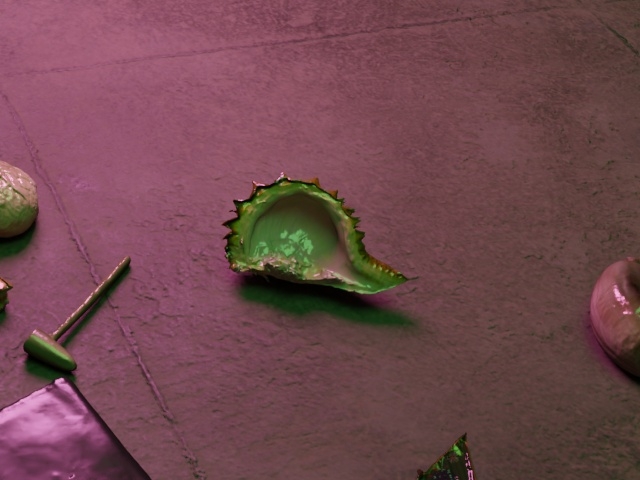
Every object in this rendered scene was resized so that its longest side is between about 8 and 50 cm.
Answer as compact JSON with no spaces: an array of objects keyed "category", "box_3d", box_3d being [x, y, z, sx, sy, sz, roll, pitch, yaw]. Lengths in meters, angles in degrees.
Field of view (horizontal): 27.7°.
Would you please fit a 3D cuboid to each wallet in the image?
[{"category":"wallet","box_3d":[-0.222,0.248,1.223,0.146,0.030,0.285,-22,51,-38]}]

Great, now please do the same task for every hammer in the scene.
[{"category":"hammer","box_3d":[-0.249,0.074,1.430,0.060,0.028,0.195,26,40,9]}]

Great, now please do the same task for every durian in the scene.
[{"category":"durian","box_3d":[-0.003,0.007,1.526,0.224,0.078,0.140,25,83,-1]}]

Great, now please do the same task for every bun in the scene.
[{"category":"bun","box_3d":[-0.381,-0.056,1.517,0.115,0.069,0.115,8,39,-7]}]

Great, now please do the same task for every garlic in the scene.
[{"category":"garlic","box_3d":[0.367,0.089,1.524,0.101,0.087,0.195,12,34,-21]}]

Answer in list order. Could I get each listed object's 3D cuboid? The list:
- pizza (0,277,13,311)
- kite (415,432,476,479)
[{"category":"pizza","box_3d":[-0.429,0.073,1.362,0.201,0.053,0.193,4,40,-10]},{"category":"kite","box_3d":[0.097,0.302,1.247,0.234,0.016,0.321,34,44,25]}]
